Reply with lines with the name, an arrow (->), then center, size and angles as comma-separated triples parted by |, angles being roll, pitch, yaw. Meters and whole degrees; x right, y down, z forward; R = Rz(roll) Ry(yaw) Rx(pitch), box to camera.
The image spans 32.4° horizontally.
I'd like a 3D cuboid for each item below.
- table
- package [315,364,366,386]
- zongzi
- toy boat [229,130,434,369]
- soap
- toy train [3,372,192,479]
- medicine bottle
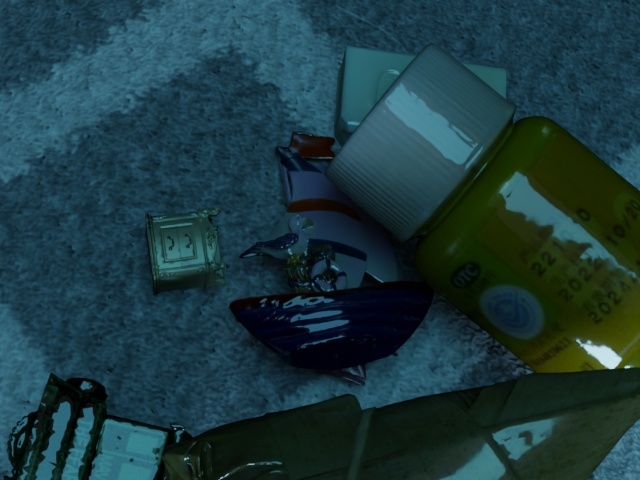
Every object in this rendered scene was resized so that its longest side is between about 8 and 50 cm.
table -> -0.148, 0.011, 1.219 | 0.083, 0.062, 0.079 | -6, 70, -11
package -> 0.032, 0.119, 1.220 | 0.059, 0.029, 0.083 | 17, 61, 5
zongzi -> 0.104, 0.367, 0.923 | 0.467, 0.218, 0.500 | -12, 70, 16
toy boat -> 0.025, 0.015, 1.238 | 0.219, 0.072, 0.318 | 16, 49, 0
soap -> 0.119, -0.160, 1.327 | 0.198, 0.066, 0.119 | 7, 65, -5
toy train -> -0.234, 0.295, 1.049 | 0.178, 0.138, 0.330 | 14, 65, -5
medicine bottle -> 0.208, -0.020, 1.178 | 0.384, 0.224, 0.224 | 40, 68, 0
